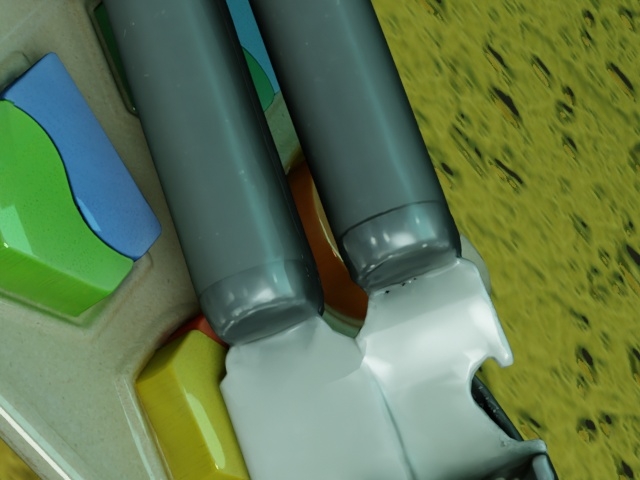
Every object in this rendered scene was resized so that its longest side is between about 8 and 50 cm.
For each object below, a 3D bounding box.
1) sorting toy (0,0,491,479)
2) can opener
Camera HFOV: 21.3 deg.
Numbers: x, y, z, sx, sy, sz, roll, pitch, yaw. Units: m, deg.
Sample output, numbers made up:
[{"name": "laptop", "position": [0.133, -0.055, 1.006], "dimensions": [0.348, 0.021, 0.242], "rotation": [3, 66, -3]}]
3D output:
[{"name": "sorting toy", "position": [-0.032, -0.004, 0.483], "dimensions": [0.208, 0.038, 0.193], "rotation": [52, 39, -16]}, {"name": "can opener", "position": [0.000, 0.000, 0.450], "dimensions": [0.093, 0.074, 0.280], "rotation": [39, 30, -78]}]
